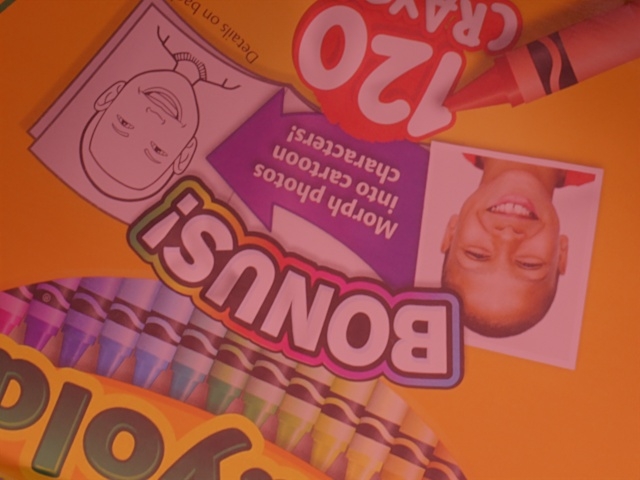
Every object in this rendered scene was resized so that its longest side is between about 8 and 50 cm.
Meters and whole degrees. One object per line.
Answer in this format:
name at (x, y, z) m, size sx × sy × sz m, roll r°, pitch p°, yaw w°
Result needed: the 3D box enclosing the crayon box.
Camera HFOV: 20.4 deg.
crayon box at (0.000, 0.000, 0.452) m, size 0.278 × 0.081 × 0.165 m, roll 23°, pitch 93°, yaw 7°
